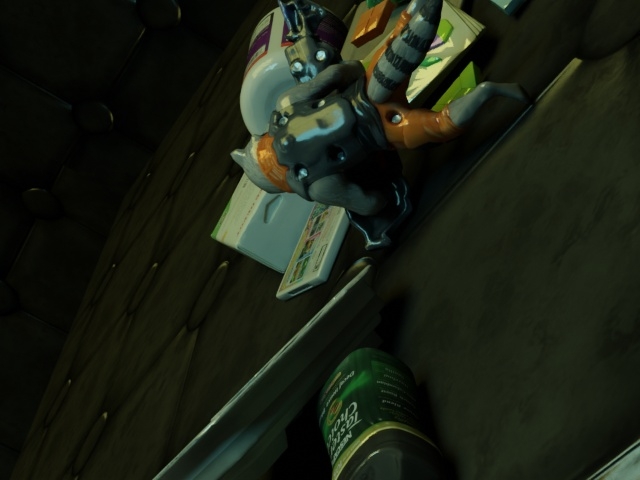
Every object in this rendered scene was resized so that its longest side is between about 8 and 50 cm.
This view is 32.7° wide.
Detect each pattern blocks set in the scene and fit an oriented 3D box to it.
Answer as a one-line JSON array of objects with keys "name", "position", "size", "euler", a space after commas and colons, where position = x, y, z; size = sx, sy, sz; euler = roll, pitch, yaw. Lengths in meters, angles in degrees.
[{"name": "pattern blocks set", "position": [0.108, -0.222, 1.354], "size": [0.325, 0.026, 0.285], "euler": [-53, 38, 2]}]

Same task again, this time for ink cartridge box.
[{"name": "ink cartridge box", "position": [-0.080, -0.045, 1.689], "size": [0.154, 0.093, 0.212], "euler": [-62, 14, -4]}]

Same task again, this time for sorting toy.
[{"name": "sorting toy", "position": [0.117, -0.285, 1.512], "size": [0.196, 0.047, 0.347], "euler": [-12, 41, 31]}]

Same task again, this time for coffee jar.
[{"name": "coffee jar", "position": [0.048, 0.173, 0.932], "size": [0.096, 0.079, 0.184], "euler": [-56, 17, 14]}]

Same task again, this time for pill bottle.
[{"name": "pill bottle", "position": [-0.032, -0.278, 1.791], "size": [0.181, 0.181, 0.323], "euler": [-52, 17, 25]}]

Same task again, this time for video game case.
[{"name": "video game case", "position": [0.000, 0.000, 1.499], "size": [0.143, 0.019, 0.157], "euler": [-29, 35, 62]}]

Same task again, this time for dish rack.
[{"name": "dish rack", "position": [-0.065, 0.182, 1.109], "size": [0.285, 0.072, 0.333], "euler": [-46, -3, 39]}]

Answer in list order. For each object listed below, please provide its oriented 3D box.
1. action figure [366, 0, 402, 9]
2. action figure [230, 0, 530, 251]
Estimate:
[{"name": "action figure", "position": [0.145, -0.407, 1.541], "size": [0.232, 0.063, 0.137], "euler": [-49, 39, -12]}, {"name": "action figure", "position": [0.028, -0.177, 1.224], "size": [0.330, 0.178, 0.341], "euler": [-36, 70, 24]}]
